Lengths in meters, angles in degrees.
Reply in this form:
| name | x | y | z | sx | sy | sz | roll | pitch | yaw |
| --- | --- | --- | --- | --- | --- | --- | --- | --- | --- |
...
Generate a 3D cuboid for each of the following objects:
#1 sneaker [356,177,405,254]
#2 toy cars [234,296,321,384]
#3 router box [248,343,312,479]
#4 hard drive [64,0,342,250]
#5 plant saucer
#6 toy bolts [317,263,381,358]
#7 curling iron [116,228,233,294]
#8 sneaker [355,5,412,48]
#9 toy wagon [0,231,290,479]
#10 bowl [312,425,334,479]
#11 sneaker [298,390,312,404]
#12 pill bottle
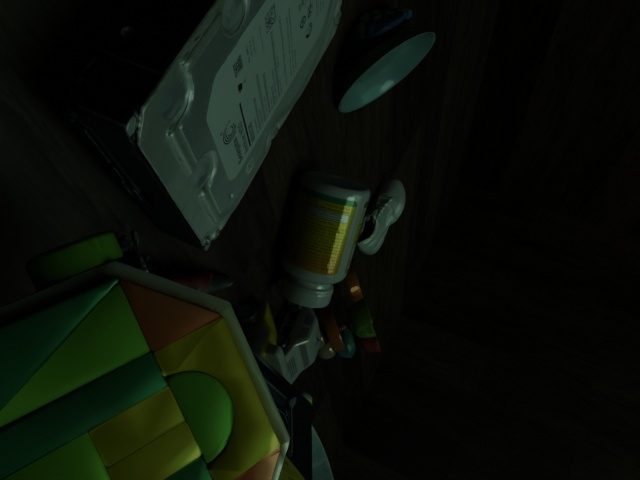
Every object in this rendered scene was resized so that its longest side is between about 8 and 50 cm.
| name | x | y | z | sx | sy | sz | roll | pitch | yaw |
| --- | --- | --- | --- | --- | --- | --- | --- | --- | --- |
| sneaker | 0.150 | -0.069 | 1.304 | 0.094 | 0.080 | 0.212 | 33 | 79 | -60 |
| toy cars | -0.063 | 0.181 | 0.856 | 0.394 | 0.087 | 0.176 | 6 | 89 | -72 |
| router box | -0.099 | 0.245 | 0.555 | 0.309 | 0.081 | 0.242 | 59 | 22 | -46 |
| hard drive | -0.069 | -0.178 | 0.476 | 0.339 | 0.064 | 0.237 | -63 | 170 | -19 |
| plant saucer | 0.101 | -0.289 | 0.853 | 0.195 | 0.037 | 0.195 | -34 | 175 | -3 |
| toy bolts | 0.039 | 0.194 | 1.243 | 0.228 | 0.159 | 0.218 | 70 | 2 | -50 |
| curling iron | -0.143 | 0.036 | 0.561 | 0.035 | 0.068 | 0.274 | -32 | 168 | 5 |
| sneaker | 0.112 | -0.351 | 0.871 | 0.188 | 0.067 | 0.078 | -47 | 149 | -54 |
| toy wagon | -0.185 | 0.162 | 0.290 | 0.344 | 0.068 | 0.267 | -26 | 97 | -29 |
| bowl | -0.107 | 0.418 | 0.876 | 0.156 | 0.289 | 0.289 | -30 | 170 | 15 |
| sneaker | -0.094 | 0.516 | 1.095 | 0.384 | 0.147 | 0.145 | -65 | 160 | -19 |
| pill bottle | 0.000 | 0.000 | 0.846 | 0.117 | 0.118 | 0.208 | -26 | 134 | -65 |
